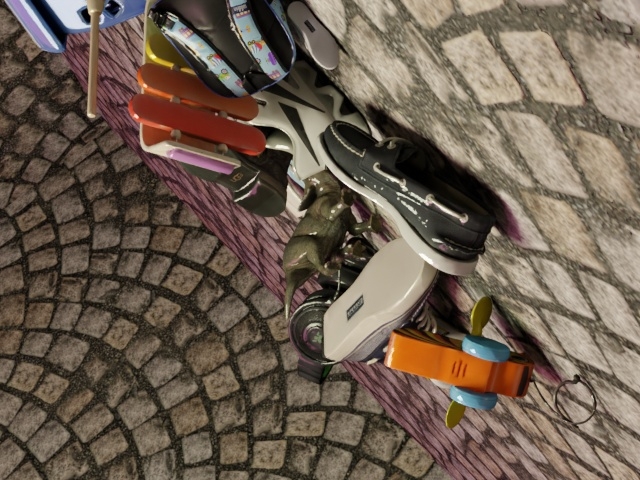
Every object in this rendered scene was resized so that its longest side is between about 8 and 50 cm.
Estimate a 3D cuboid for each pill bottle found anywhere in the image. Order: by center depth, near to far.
[{"bbox_3d":[0.194,0.186,2.059,0.103,0.103,0.184,55,169,-27],"label":"pill bottle"}]

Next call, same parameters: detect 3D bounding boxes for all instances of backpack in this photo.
[{"bbox_3d":[-0.113,-0.282,1.510,0.173,0.158,0.117,53,-156,-26],"label":"backpack"}]

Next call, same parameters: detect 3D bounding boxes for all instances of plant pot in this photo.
[{"bbox_3d":[-0.418,-0.455,1.896,0.236,0.212,0.236,56,-175,-27],"label":"plant pot"}]

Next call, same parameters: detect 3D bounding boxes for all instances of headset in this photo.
[{"bbox_3d":[0.062,0.122,2.140,0.185,0.243,0.394,23,146,9],"label":"headset"}]

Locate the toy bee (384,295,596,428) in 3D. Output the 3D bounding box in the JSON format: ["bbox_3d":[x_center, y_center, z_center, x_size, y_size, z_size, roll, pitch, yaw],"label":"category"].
[{"bbox_3d":[0.249,0.202,1.731,0.298,0.195,0.162,37,-168,10],"label":"toy bee"}]

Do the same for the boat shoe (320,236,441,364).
[{"bbox_3d":[0.141,0.107,1.906,0.158,0.127,0.340,13,148,-24],"label":"boat shoe"}]

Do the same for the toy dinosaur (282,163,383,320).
[{"bbox_3d":[0.000,0.000,1.945,0.121,0.313,0.160,26,161,-34],"label":"toy dinosaur"}]

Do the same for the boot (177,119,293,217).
[{"bbox_3d":[-0.123,-0.178,1.795,0.263,0.091,0.229,43,-141,-29],"label":"boot"}]

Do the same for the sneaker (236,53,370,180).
[{"bbox_3d":[-0.088,-0.220,1.688,0.330,0.146,0.122,47,171,26],"label":"sneaker"}]

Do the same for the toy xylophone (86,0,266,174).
[{"bbox_3d":[-0.199,-0.235,1.576,0.081,0.236,0.322,-31,61,47],"label":"toy xylophone"}]

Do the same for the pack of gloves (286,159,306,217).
[{"bbox_3d":[-0.074,-0.154,2.214,0.232,0.046,0.195,49,159,-10],"label":"pack of gloves"}]

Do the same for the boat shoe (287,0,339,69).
[{"bbox_3d":[-0.009,-0.262,1.497,0.100,0.035,0.035,53,177,3],"label":"boat shoe"}]

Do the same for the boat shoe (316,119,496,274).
[{"bbox_3d":[0.112,-0.080,1.493,0.114,0.091,0.302,-9,-137,-48],"label":"boat shoe"}]
